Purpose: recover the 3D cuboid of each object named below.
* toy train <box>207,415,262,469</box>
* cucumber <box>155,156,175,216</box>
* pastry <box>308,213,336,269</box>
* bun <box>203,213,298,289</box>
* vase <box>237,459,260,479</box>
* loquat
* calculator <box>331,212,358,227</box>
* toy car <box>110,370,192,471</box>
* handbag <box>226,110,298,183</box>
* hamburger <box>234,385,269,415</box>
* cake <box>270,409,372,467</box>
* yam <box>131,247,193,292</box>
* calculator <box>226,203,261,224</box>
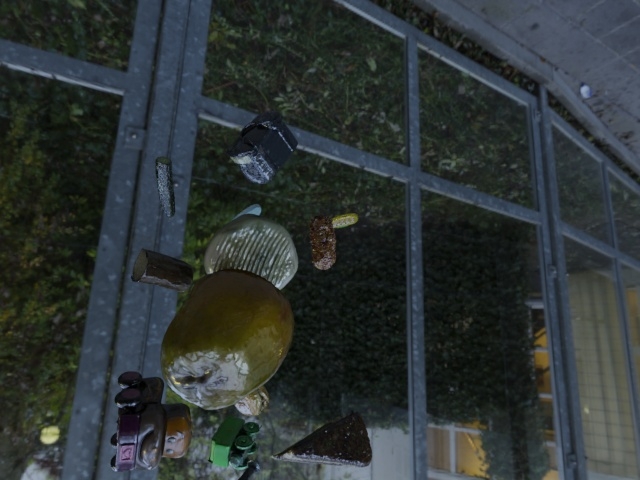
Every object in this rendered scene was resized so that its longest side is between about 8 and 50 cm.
[{"bbox_3d":[-0.366,0.869,1.880,0.188,0.132,0.243,8,-170,7],"label":"toy train"},{"bbox_3d":[-0.627,-0.201,1.776,0.067,0.067,0.293,4,130,-7],"label":"cucumber"},{"bbox_3d":[0.002,-0.001,1.276,0.087,0.169,0.063,-13,167,19],"label":"pastry"},{"bbox_3d":[-0.175,0.038,1.119,0.237,0.210,0.116,11,179,-21],"label":"bun"},{"bbox_3d":[-0.281,0.872,1.584,0.059,0.059,0.167,-3,-170,21],"label":"vase"},{"bbox_3d":[-0.192,0.208,0.935,0.276,0.276,0.284,-1,-150,15],"label":"loquat"},{"bbox_3d":[0.106,-0.091,2.067,0.146,0.032,0.235,-12,172,-4],"label":"calculator"},{"bbox_3d":[-0.564,0.596,1.459,0.240,0.271,0.341,6,-167,-24],"label":"toy car"},{"bbox_3d":[-0.221,-0.353,1.625,0.181,0.254,0.181,14,149,43],"label":"handbag"},{"bbox_3d":[-0.226,0.466,1.345,0.138,0.147,0.083,-28,-178,44],"label":"hamburger"},{"bbox_3d":[0.016,0.528,1.070,0.246,0.135,0.112,-7,155,-48],"label":"cake"},{"bbox_3d":[-0.375,0.073,1.041,0.084,0.084,0.127,-9,158,40],"label":"yam"},{"bbox_3d":[-0.407,-0.070,2.157,0.042,0.295,0.184,46,176,11],"label":"calculator"}]
